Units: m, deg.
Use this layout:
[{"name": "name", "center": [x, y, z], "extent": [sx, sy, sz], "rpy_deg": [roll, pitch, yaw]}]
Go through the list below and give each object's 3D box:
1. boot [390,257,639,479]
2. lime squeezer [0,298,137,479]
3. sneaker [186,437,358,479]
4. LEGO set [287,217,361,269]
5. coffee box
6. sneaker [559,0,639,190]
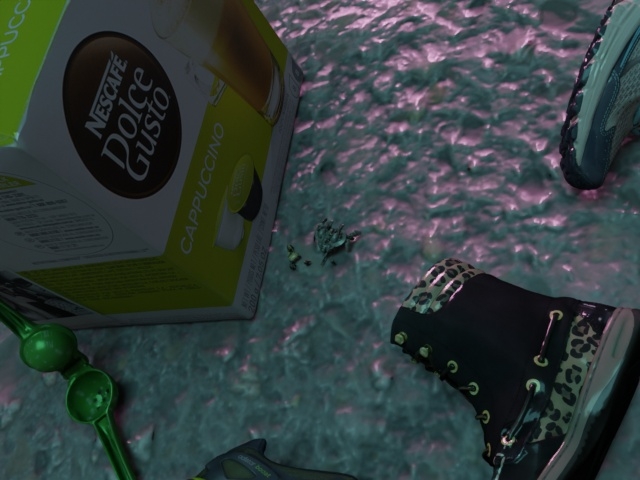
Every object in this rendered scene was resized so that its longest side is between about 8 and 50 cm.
[{"name": "boot", "center": [0.123, 0.127, 0.528], "extent": [0.179, 0.085, 0.236], "rpy_deg": [22, 68, 38]}, {"name": "lime squeezer", "center": [-0.266, 0.138, 0.686], "extent": [0.059, 0.110, 0.310], "rpy_deg": [-37, 93, 16]}, {"name": "sneaker", "center": [0.020, 0.239, 0.498], "extent": [0.300, 0.111, 0.121], "rpy_deg": [27, 40, 21]}, {"name": "LEGO set", "center": [0.000, 0.002, 0.703], "extent": [0.083, 0.023, 0.054], "rpy_deg": [-35, 52, 5]}, {"name": "coffee box", "center": [-0.261, -0.123, 0.717], "extent": [0.338, 0.334, 0.337], "rpy_deg": [-5, 60, 25]}, {"name": "sneaker", "center": [0.301, -0.165, 0.595], "extent": [0.122, 0.110, 0.283], "rpy_deg": [24, 83, 16]}]
